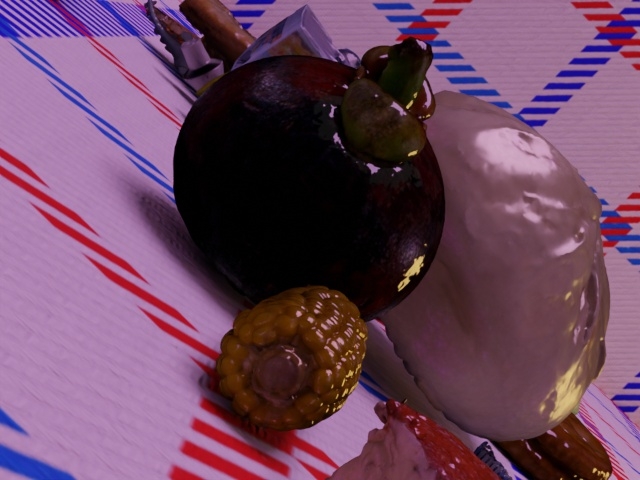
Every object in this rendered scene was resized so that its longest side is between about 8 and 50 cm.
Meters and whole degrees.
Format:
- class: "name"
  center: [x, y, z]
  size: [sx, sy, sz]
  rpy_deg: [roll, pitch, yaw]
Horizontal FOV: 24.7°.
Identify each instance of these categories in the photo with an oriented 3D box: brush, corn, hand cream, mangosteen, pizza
- class: "brush"
  center: [0.169, 0.230, 1.186]
  size: [0.033, 0.030, 0.178]
  rpy_deg: [52, 0, -42]
- class: "corn"
  center: [-0.008, 0.066, 0.883]
  size: [0.080, 0.080, 0.231]
  rpy_deg: [46, 6, 5]
- class: "hand cream"
  center: [-0.089, -0.138, 1.762]
  size: [0.257, 0.050, 0.084]
  rpy_deg: [51, 4, -29]
- class: "mangosteen"
  center: [0.000, -0.050, 1.074]
  size: [0.216, 0.216, 0.216]
  rpy_deg: [44, 7, -7]
- class: "pizza"
  center: [-0.217, -0.307, 2.110]
  size: [0.099, 0.029, 0.100]
  rpy_deg: [36, 6, -8]

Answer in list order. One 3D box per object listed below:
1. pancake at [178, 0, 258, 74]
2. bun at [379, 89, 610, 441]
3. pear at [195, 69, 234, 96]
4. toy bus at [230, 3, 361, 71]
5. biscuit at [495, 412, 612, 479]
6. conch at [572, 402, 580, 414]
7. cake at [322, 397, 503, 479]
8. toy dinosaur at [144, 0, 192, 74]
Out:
- class: "pancake"
  center: [-0.108, -0.206, 1.880]
  size: [0.266, 0.057, 0.244]
  rpy_deg: [58, -20, -9]
- class: "bun"
  center: [0.149, 0.004, 1.301]
  size: [0.361, 0.213, 0.361]
  rpy_deg: [55, 14, -20]
- class: "pear"
  center: [0.025, -0.070, 1.594]
  size: [0.288, 0.139, 0.239]
  rpy_deg: [51, 1, 32]
- class: "toy bus"
  center: [0.032, -0.112, 1.742]
  size: [0.330, 0.136, 0.109]
  rpy_deg: [53, 16, -18]
- class: "biscuit"
  center: [0.222, 0.190, 1.571]
  size: [0.220, 0.066, 0.220]
  rpy_deg: [43, 7, -7]
- class: "conch"
  center: [0.288, 0.171, 1.935]
  size: [0.170, 0.106, 0.079]
  rpy_deg: [39, 4, -16]
- class: "cake"
  center: [0.085, 0.170, 0.783]
  size: [0.220, 0.086, 0.117]
  rpy_deg: [39, 11, -36]
- class: "toy dinosaur"
  center: [-0.170, -0.234, 1.858]
  size: [0.209, 0.039, 0.082]
  rpy_deg: [57, -2, 1]
